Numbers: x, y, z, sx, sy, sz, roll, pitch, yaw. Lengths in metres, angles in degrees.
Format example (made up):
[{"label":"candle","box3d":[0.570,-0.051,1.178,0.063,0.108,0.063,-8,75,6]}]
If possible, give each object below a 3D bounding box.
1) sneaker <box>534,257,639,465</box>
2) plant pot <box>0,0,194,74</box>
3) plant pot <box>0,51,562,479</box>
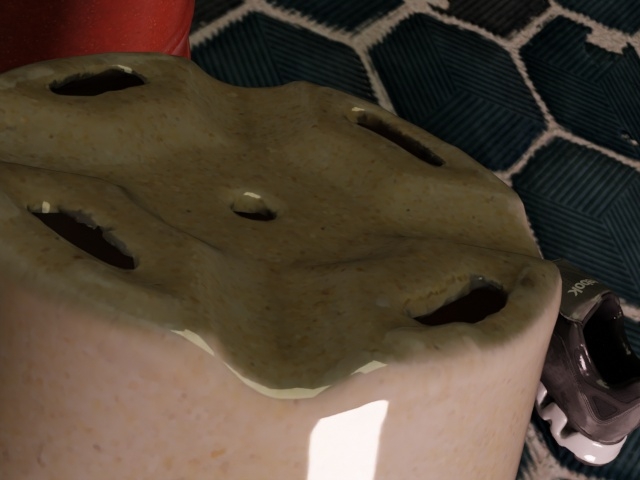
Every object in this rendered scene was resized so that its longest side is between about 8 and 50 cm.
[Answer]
[{"label":"sneaker","box3d":[0.159,0.045,0.874,0.078,0.106,0.234,-28,73,-42]},{"label":"plant pot","box3d":[-0.175,-0.220,0.712,0.272,0.265,0.272,12,50,-15]},{"label":"plant pot","box3d":[-0.059,0.105,0.486,0.333,0.305,0.334,12,27,-7]}]
